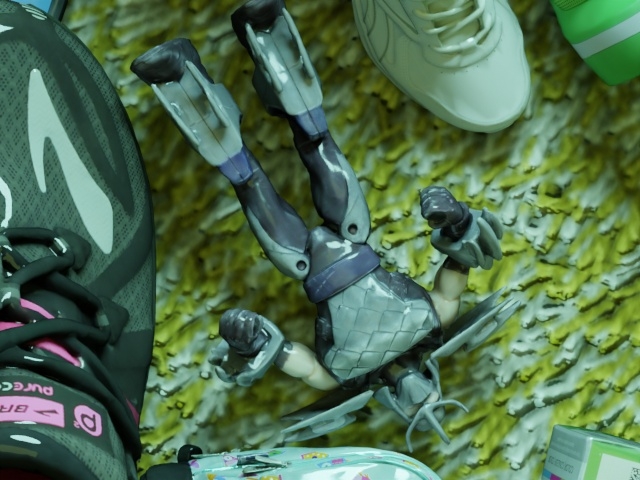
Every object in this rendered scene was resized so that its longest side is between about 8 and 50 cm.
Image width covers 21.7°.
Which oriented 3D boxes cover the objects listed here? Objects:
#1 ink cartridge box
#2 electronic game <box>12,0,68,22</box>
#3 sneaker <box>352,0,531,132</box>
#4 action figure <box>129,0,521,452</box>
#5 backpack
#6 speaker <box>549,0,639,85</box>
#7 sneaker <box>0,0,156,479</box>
[{"bbox_3d":[0.148,0.217,0.964,0.062,0.109,0.209,14,87,-1],"label":"ink cartridge box"},{"bbox_3d":[-0.263,-0.173,1.001,0.229,0.048,0.229,0,88,-1],"label":"electronic game"},{"bbox_3d":[0.057,-0.154,0.958,0.090,0.115,0.232,-33,109,0],"label":"sneaker"},{"bbox_3d":[0.000,0.000,0.978,0.185,0.099,0.285,-31,92,-8],"label":"action figure"},{"bbox_3d":[-0.007,0.186,0.959,0.182,0.115,0.152,-7,85,-5],"label":"backpack"},{"bbox_3d":[0.145,-0.244,0.967,0.131,0.131,0.297,-29,93,-3],"label":"speaker"},{"bbox_3d":[-0.152,0.087,0.881,0.185,0.202,0.483,4,72,-24],"label":"sneaker"}]
